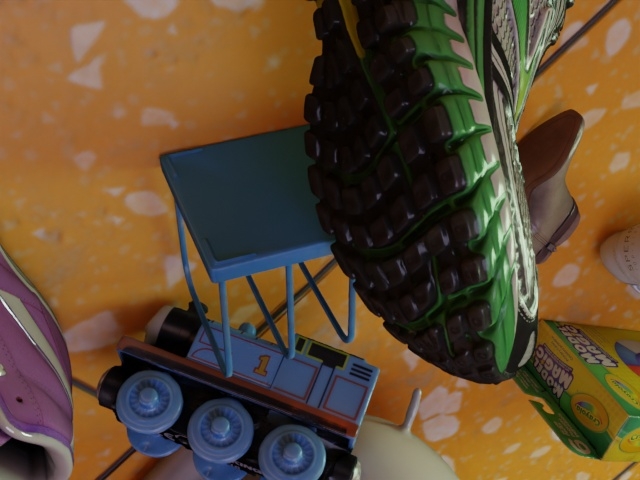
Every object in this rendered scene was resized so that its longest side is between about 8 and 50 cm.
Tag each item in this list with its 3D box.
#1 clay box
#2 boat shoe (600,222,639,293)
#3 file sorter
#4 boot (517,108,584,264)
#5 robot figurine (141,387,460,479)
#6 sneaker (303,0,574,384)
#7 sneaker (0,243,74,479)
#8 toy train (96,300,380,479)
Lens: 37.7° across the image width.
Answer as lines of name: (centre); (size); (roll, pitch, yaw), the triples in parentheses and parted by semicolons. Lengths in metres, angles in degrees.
clay box: (0.272, 0.130, 0.808); (0.222, 0.127, 0.053); (9, 118, -31)
boat shoe: (0.356, 0.041, 0.811); (0.277, 0.096, 0.098); (25, 72, -27)
file sorter: (0.000, 0.000, 0.596); (0.170, 0.118, 0.104); (-14, 132, -16)
boot: (0.172, -0.034, 0.706); (0.087, 0.042, 0.118); (27, 110, -43)
robot figurine: (-0.019, 0.270, 0.716); (0.353, 0.200, 0.300); (-41, 92, 9)
sneaker: (0.077, -0.096, 0.477); (0.146, 0.134, 0.343); (-7, 93, -27)
sneaker: (-0.215, 0.035, 0.491); (0.102, 0.161, 0.282); (-33, 129, 2)
toy train: (-0.053, 0.106, 0.624); (0.184, 0.105, 0.080); (20, 152, 7)
